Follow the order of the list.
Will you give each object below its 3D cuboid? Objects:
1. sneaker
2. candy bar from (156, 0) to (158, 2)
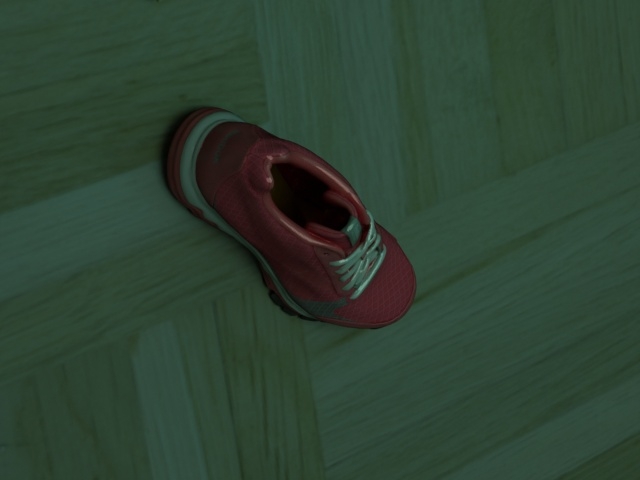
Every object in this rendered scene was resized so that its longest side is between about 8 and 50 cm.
[{"bbox_3d":[-0.001,0.000,1.613,0.314,0.136,0.116,38,75,-39],"label":"sneaker"},{"bbox_3d":[-0.169,-0.266,1.491,0.161,0.018,0.040,49,64,-35],"label":"candy bar"}]
